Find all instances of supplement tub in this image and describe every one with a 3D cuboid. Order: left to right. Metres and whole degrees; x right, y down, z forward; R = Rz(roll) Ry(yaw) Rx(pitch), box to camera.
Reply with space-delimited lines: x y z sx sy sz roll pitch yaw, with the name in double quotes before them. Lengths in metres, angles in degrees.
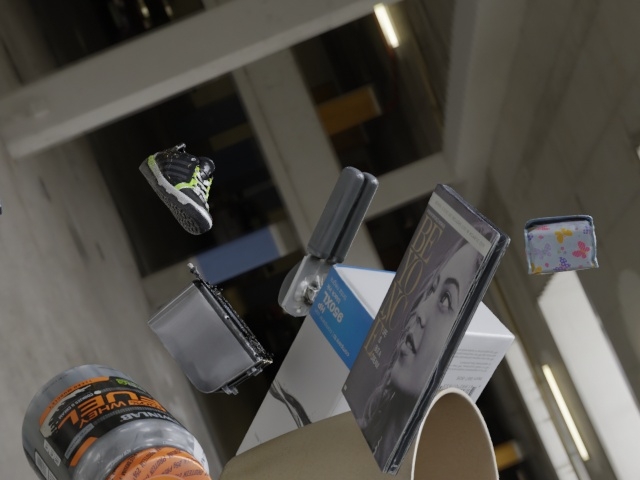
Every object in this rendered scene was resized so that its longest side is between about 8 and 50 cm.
"supplement tub" -0.273 0.302 1.579 0.316 0.193 0.193 25 -38 57

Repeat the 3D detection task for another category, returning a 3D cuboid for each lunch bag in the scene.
"lunch bag" 0.239 0.003 1.167 0.083 0.071 0.053 -28 111 -76

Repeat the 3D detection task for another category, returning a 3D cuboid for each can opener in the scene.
"can opener" 0.000 0.000 2.033 0.076 0.283 0.095 17 11 -44

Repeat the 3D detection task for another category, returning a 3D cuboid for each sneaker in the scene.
"sneaker" -0.203 -0.094 1.773 0.235 0.097 0.084 45 -11 53

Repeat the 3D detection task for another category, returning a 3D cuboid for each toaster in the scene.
"toaster" -0.169 0.144 1.773 0.186 0.110 0.168 52 -2 7

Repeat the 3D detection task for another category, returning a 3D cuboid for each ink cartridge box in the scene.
"ink cartridge box" 0.080 0.253 1.869 0.285 0.395 0.166 8 29 -37

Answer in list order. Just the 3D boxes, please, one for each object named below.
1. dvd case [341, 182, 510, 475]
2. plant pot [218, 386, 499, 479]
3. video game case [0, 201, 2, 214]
"dvd case" 0.084 0.071 1.013 0.018 0.221 0.164 21 12 -17
"plant pot" 0.028 0.297 1.296 0.256 0.274 0.256 20 67 -60
"video game case" -0.580 -0.135 1.684 0.026 0.196 0.274 104 -29 -52
